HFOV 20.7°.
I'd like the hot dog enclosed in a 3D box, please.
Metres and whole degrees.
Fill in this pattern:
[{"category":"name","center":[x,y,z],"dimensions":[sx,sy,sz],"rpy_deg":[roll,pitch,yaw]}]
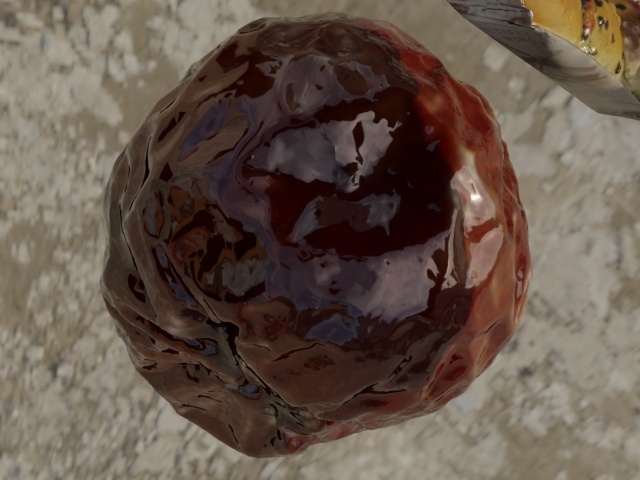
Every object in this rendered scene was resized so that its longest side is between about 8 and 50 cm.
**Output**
[{"category":"hot dog","center":[0.084,-0.105,0.673],"dimensions":[0.059,0.191,0.108],"rpy_deg":[-34,63,18]}]

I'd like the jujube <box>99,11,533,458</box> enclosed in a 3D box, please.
[{"category":"jujube","center":[0.000,0.000,0.870],"dimensions":[0.213,0.232,0.213],"rpy_deg":[4,74,-13]}]
